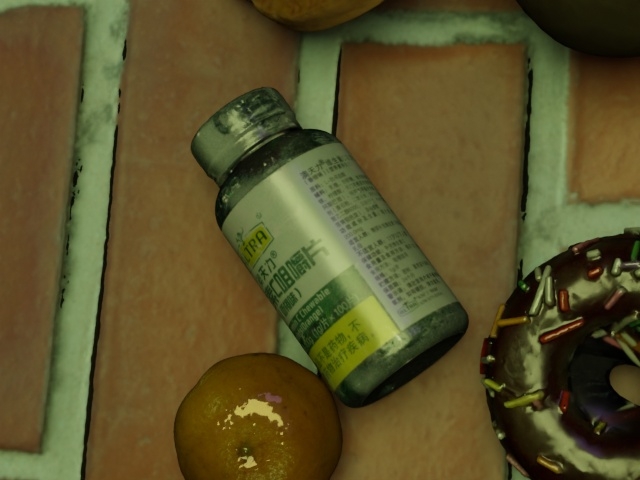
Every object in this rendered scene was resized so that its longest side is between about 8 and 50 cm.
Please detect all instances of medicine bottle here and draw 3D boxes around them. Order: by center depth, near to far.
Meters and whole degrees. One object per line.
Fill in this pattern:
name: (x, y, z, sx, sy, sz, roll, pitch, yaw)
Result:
medicine bottle: (0.000, 0.000, 1.441, 0.141, 0.141, 0.293, -35, 76, 1)

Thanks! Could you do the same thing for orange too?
orange: (-0.056, 0.175, 1.431, 0.154, 0.134, 0.155, 1, 103, 6)

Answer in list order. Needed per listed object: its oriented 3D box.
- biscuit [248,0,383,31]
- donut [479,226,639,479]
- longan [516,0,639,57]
biscuit: (0.033, -0.367, 1.473, 0.312, 0.057, 0.351, -5, 73, 43)
donut: (0.267, 0.121, 1.383, 0.269, 0.103, 0.270, -1, 85, 16)
longan: (0.278, -0.333, 1.402, 0.288, 0.288, 0.350, 8, 70, 10)
